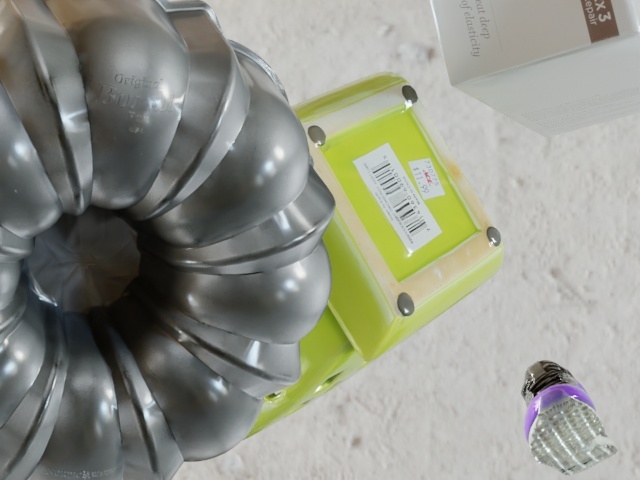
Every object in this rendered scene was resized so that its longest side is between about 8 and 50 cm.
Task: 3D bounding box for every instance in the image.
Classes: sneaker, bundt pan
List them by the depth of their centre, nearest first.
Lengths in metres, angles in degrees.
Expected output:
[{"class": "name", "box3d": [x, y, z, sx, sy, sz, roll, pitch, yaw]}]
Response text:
[{"class": "bundt pan", "box3d": [-0.135, 0.016, 0.662, 0.331, 0.330, 0.124, -27, 28, -12]}, {"class": "sneaker", "box3d": [0.319, 0.226, 1.587, 0.102, 0.293, 0.146, -27, 61, 8]}]

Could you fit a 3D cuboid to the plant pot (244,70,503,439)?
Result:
[{"class": "plant pot", "box3d": [0.000, 0.000, 0.941, 0.207, 0.228, 0.227, -31, -2, 43]}]

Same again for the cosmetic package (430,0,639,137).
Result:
[{"class": "cosmetic package", "box3d": [0.212, -0.227, 1.028, 0.156, 0.385, 0.217, -14, 82, 22]}]
